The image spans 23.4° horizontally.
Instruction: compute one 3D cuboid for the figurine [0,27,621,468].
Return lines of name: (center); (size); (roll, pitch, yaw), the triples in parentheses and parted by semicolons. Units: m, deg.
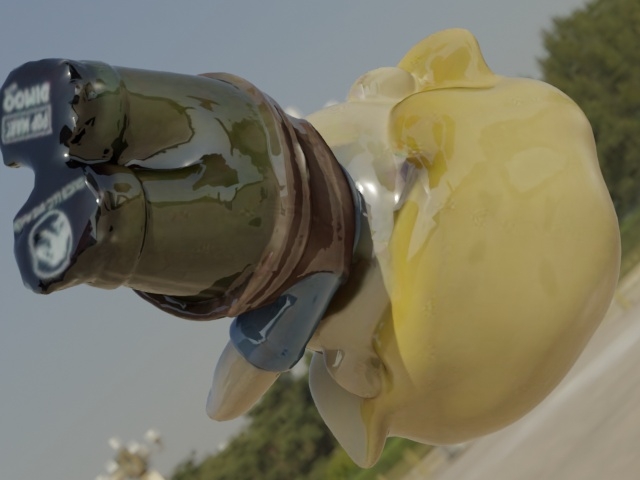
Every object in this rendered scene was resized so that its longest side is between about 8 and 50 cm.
figurine: (0.000, 0.000, 0.436); (0.196, 0.114, 0.108); (3, -32, -42)
